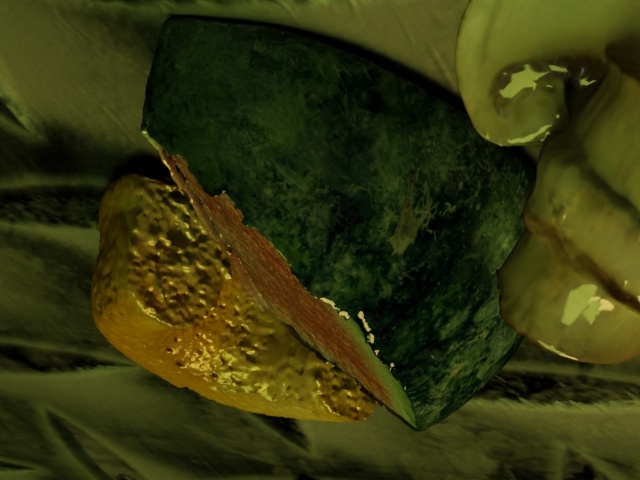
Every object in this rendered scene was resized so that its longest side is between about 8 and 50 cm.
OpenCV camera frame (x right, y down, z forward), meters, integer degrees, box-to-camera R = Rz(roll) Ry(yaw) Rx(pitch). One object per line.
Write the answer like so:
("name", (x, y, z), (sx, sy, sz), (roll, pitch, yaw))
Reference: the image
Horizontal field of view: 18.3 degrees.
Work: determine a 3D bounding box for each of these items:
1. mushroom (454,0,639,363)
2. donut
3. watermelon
("mushroom", (0.191, -0.032, 0.954), (0.189, 0.254, 0.195), (2, 126, -45))
("donut", (-0.074, 0.053, 1.416), (0.259, 0.101, 0.152), (28, 157, -30))
("watermelon", (0.000, 0.000, 1.225), (0.318, 0.148, 0.226), (33, 157, -25))
